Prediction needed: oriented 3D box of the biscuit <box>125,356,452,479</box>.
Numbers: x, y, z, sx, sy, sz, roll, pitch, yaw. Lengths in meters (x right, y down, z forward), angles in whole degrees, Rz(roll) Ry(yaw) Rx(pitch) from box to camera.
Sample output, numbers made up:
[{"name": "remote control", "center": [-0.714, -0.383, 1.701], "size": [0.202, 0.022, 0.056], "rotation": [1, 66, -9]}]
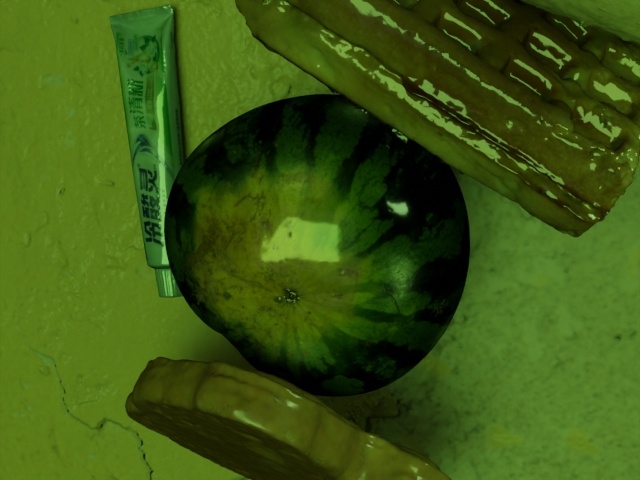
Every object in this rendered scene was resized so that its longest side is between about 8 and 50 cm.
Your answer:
[{"name": "biscuit", "center": [-0.027, 0.188, 0.768], "size": [0.312, 0.351, 0.057], "rotation": [25, 68, -5]}]

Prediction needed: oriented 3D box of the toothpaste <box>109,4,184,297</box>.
[{"name": "toothpaste", "center": [-0.169, -0.088, 0.872], "size": [0.075, 0.048, 0.296], "rotation": [-2, 98, 21]}]

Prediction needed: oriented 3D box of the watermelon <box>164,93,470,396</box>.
[{"name": "watermelon", "center": [-0.001, 0.000, 0.731], "size": [0.269, 0.269, 0.269], "rotation": [4, 104, 16]}]

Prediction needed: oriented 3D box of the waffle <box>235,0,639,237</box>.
[{"name": "waffle", "center": [0.120, -0.166, 0.671], "size": [0.328, 0.224, 0.098], "rotation": [34, 142, 8]}]

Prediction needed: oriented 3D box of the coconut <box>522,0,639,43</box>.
[{"name": "coconut", "center": [0.219, -0.312, 0.541], "size": [0.360, 0.346, 0.346], "rotation": [32, 110, 7]}]
